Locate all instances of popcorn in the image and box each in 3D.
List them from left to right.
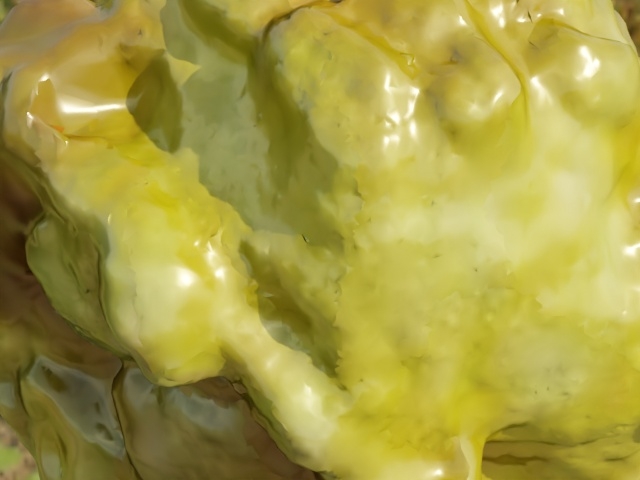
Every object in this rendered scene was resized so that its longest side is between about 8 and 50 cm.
[{"bbox_3d":[-0.002,0.004,0.428,0.198,0.197,0.155,23,32,25],"label":"popcorn"}]
